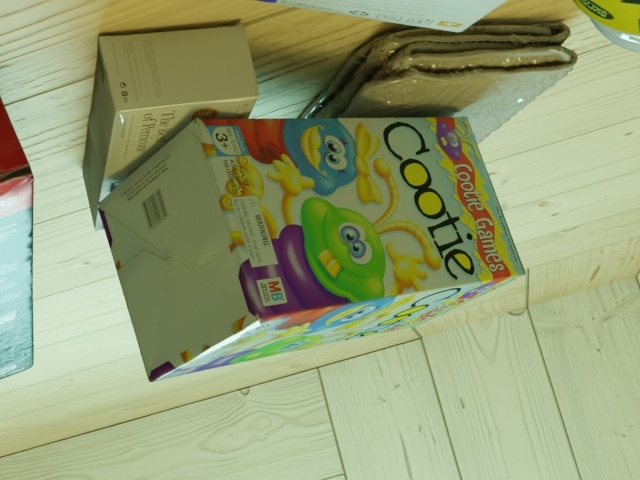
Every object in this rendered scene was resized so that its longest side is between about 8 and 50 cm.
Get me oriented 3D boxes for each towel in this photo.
[{"bbox_3d":[0.075,-0.101,0.897,0.187,0.049,0.282,-7,164,-25],"label":"towel"}]

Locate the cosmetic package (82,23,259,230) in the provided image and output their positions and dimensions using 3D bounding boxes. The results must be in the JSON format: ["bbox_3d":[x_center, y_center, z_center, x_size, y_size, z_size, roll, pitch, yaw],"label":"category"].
[{"bbox_3d":[-0.119,-0.075,0.776,0.099,0.060,0.239,-11,165,-18],"label":"cosmetic package"}]

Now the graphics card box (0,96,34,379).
[{"bbox_3d":[-0.336,0.039,0.774,0.233,0.094,0.371,-20,160,-23],"label":"graphics card box"}]

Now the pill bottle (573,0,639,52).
[{"bbox_3d":[0.181,-0.180,0.560,0.119,0.119,0.208,-19,165,16],"label":"pill bottle"}]

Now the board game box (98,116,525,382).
[{"bbox_3d":[0.000,0.000,0.788,0.275,0.142,0.144,-7,163,-42],"label":"board game box"}]

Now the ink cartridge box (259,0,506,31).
[{"bbox_3d":[-0.010,-0.137,0.438,0.206,0.045,0.208,8,-177,-6],"label":"ink cartridge box"}]
